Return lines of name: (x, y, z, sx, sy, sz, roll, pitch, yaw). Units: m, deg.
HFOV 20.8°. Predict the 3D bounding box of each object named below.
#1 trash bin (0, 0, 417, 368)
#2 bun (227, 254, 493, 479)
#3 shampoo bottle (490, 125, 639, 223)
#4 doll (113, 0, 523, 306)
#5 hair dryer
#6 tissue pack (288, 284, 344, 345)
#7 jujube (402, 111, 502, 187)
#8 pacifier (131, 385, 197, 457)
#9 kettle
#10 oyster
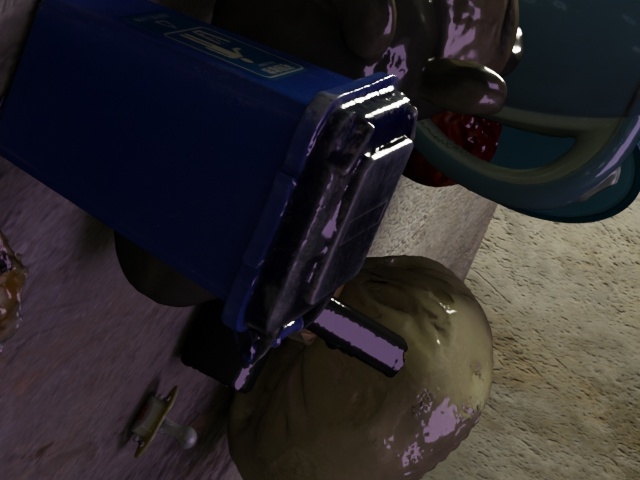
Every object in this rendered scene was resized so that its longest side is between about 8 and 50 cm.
trash bin: (-0.078, -0.053, 1.101, 0.184, 0.234, 0.162, -67, 167, 18)
bun: (0.039, 0.173, 2.128, 0.362, 0.234, 0.326, -34, -154, 5)
shampoo bottle: (0.337, -0.257, 2.330, 0.343, 0.331, 0.331, -59, 169, -30)
doll: (-0.011, -0.151, 1.406, 0.378, 0.252, 0.382, -33, 180, 26)
hair dryer: (-0.005, 0.087, 1.842, 0.089, 0.251, 0.197, 28, -90, 59)
tissue pack: (0.000, 0.000, 1.976, 0.222, 0.090, 0.186, -61, 170, -11)
jujube: (0.144, -0.161, 2.131, 0.155, 0.155, 0.230, -60, 164, -16)
pacifier: (-0.156, 0.191, 1.769, 0.083, 0.064, 0.068, -60, -174, -14)
kettle: (0.214, -0.202, 1.839, 0.320, 0.342, 0.247, -62, 170, -1)
oyster: (-0.235, 0.064, 1.144, 0.122, 0.045, 0.146, -61, 177, -30)
